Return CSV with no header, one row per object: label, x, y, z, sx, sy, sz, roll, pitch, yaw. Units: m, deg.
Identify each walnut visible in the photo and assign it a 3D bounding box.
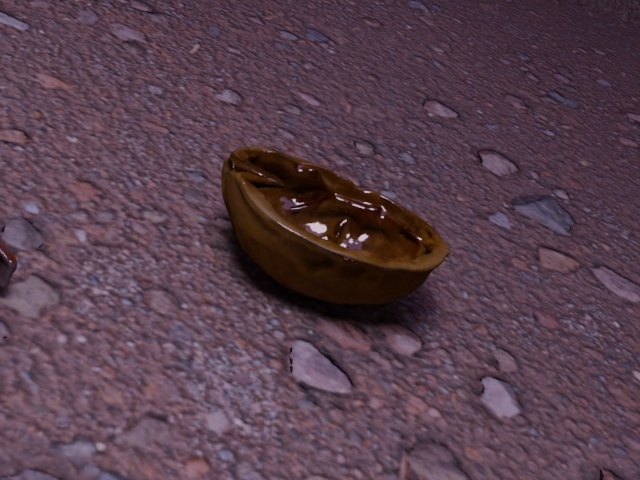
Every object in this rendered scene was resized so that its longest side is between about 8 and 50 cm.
walnut,0.001,0.002,0.929,0.211,0.087,0.167,24,22,-5

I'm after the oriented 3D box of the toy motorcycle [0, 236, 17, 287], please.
toy motorcycle,-0.291,-0.041,0.792,0.118,0.084,0.212,-9,50,-47
